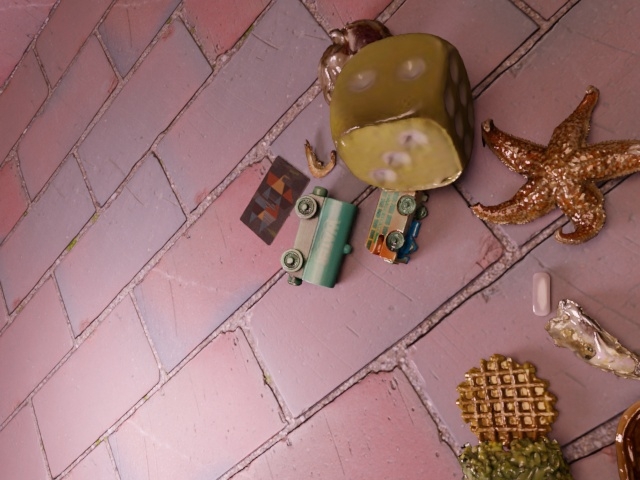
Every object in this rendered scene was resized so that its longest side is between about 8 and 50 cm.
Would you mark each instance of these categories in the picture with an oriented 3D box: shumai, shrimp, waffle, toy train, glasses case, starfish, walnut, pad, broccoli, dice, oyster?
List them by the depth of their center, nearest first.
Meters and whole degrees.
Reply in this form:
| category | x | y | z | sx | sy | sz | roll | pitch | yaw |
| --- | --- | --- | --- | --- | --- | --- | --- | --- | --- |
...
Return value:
| category | x | y | z | sx | sy | sz | roll | pitch | yaw |
| --- | --- | --- | --- | --- | --- | --- | --- | --- | --- |
| walnut | 0.563 | 0.351 | 0.802 | 0.167 | 0.087 | 0.211 | -16 | 66 | 35 |
| broccoli | 0.356 | 0.433 | 0.847 | 0.180 | 0.273 | 0.242 | -27 | 78 | -3 |
| oyster | 0.491 | 0.187 | 0.908 | 0.106 | 0.061 | 0.200 | -55 | 54 | 35 |
| starfish | 0.434 | -0.146 | 0.956 | 0.303 | 0.113 | 0.312 | 35 | 105 | 32 |
| glasses case | 0.420 | 0.101 | 0.974 | 0.032 | 0.021 | 0.083 | -3 | 81 | 30 |
| waffle | 0.351 | 0.308 | 0.978 | 0.191 | 0.038 | 0.191 | -6 | 79 | 33 |
| dice | 0.171 | -0.251 | 1.033 | 0.233 | 0.238 | 0.227 | -1 | 61 | 30 |
| toy train | 0.171 | -0.041 | 1.133 | 0.099 | 0.072 | 0.188 | 18 | 92 | 41 |
| shumai | 0.059 | -0.424 | 1.195 | 0.218 | 0.185 | 0.184 | -33 | 66 | 25 |
| toy train | 0.000 | 0.000 | 1.232 | 0.159 | 0.101 | 0.248 | 18 | 93 | 18 |
| shrimp | 0.000 | -0.217 | 1.301 | 0.083 | 0.023 | 0.114 | -27 | 74 | 24 |
| pad | -0.127 | -0.108 | 1.377 | 0.143 | 0.003 | 0.211 | 39 | 104 | 31 |
